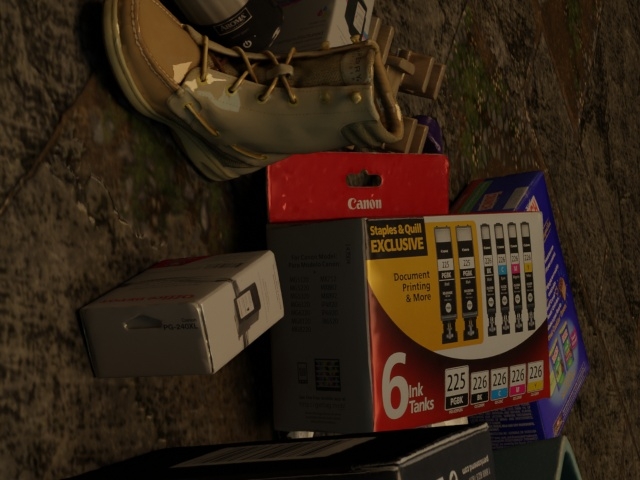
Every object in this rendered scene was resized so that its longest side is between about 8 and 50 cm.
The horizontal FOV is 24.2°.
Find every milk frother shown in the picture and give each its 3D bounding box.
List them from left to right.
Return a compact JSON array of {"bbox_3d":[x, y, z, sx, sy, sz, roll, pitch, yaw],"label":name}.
[{"bbox_3d":[-0.098,-0.265,1.400,0.143,0.129,0.134,44,-6,41],"label":"milk frother"}]

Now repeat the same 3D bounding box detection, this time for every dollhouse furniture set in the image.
[{"bbox_3d":[0.032,-0.229,1.669,0.212,0.161,0.242,16,90,-65],"label":"dollhouse furniture set"}]

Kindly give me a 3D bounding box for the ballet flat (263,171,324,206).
[{"bbox_3d":[0.000,0.000,1.550,0.068,0.072,0.213,-81,154,-58],"label":"ballet flat"}]

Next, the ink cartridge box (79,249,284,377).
[{"bbox_3d":[-0.110,0.060,1.222,0.150,0.109,0.063,-37,120,-64],"label":"ink cartridge box"}]

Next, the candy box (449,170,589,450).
[{"bbox_3d":[0.260,0.096,2.048,0.268,0.122,0.317,-44,124,-61],"label":"candy box"}]

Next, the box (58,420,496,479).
[{"bbox_3d":[-0.015,0.352,1.114,0.212,0.294,0.395,-5,86,-66],"label":"box"}]

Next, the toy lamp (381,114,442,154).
[{"bbox_3d":[0.090,-0.069,1.766,0.274,0.080,0.080,-62,138,-55],"label":"toy lamp"}]

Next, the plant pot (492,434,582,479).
[{"bbox_3d":[0.145,0.375,1.526,0.247,0.252,0.247,-66,142,-50],"label":"plant pot"}]

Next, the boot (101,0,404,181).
[{"bbox_3d":[-0.054,-0.145,1.298,0.262,0.204,0.095,52,37,-52],"label":"boot"}]

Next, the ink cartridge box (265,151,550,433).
[{"bbox_3d":[0.093,0.041,1.499,0.309,0.130,0.271,-4,91,-50],"label":"ink cartridge box"}]

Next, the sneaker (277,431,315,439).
[{"bbox_3d":[-0.027,0.201,1.469,0.044,0.040,0.109,26,54,-43],"label":"sneaker"}]

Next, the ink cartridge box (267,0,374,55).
[{"bbox_3d":[-0.024,-0.210,1.489,0.072,0.127,0.175,55,34,-42],"label":"ink cartridge box"}]

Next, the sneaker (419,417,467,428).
[{"bbox_3d":[0.109,0.169,1.728,0.152,0.114,0.305,-25,110,-80],"label":"sneaker"}]
